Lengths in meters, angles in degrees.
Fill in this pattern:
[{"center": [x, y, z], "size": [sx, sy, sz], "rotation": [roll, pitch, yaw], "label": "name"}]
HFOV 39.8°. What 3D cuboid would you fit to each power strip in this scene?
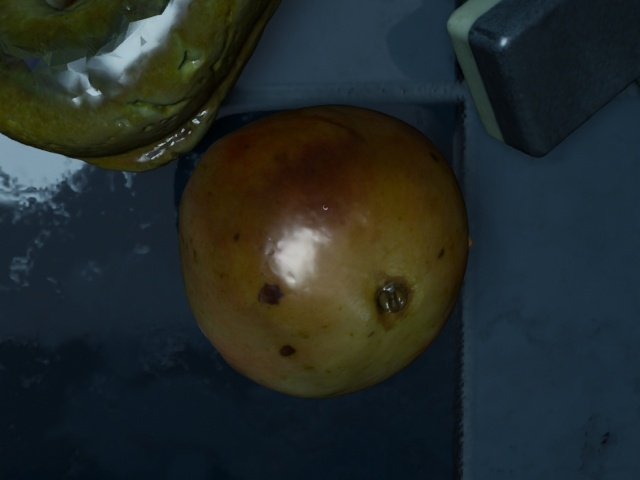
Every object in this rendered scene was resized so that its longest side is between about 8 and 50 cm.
[{"center": [0.206, -0.173, 0.600], "size": [0.257, 0.070, 0.105], "rotation": [-38, 130, -9], "label": "power strip"}]

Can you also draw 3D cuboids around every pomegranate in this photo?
[{"center": [0.002, 0.003, 0.565], "size": [0.191, 0.191, 0.191], "rotation": [-2, 100, -10], "label": "pomegranate"}]

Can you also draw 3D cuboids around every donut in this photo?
[{"center": [-0.125, -0.176, 0.520], "size": [0.209, 0.128, 0.261], "rotation": [27, 96, 4], "label": "donut"}]

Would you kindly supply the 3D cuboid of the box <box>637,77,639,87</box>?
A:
[{"center": [0.351, -0.084, 0.577], "size": [0.149, 0.231, 0.155], "rotation": [-33, 111, -4], "label": "box"}]
